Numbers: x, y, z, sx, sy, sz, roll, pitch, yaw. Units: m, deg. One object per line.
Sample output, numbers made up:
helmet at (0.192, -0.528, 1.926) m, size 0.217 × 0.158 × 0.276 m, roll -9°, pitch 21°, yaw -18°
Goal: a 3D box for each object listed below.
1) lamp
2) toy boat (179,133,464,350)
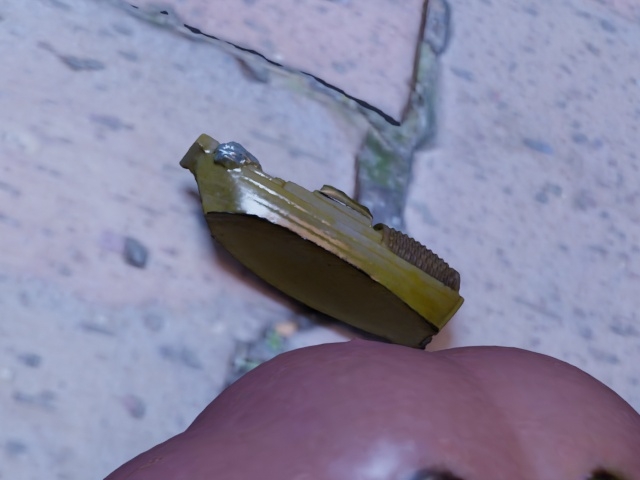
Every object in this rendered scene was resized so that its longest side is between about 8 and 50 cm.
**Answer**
lamp at (0.048, 0.172, 0.382) m, size 0.305 × 0.239 × 0.305 m, roll 8°, pitch 65°, yaw -17°
toy boat at (0.000, 0.000, 0.556) m, size 0.149 × 0.047 × 0.049 m, roll 30°, pitch 46°, yaw -10°
